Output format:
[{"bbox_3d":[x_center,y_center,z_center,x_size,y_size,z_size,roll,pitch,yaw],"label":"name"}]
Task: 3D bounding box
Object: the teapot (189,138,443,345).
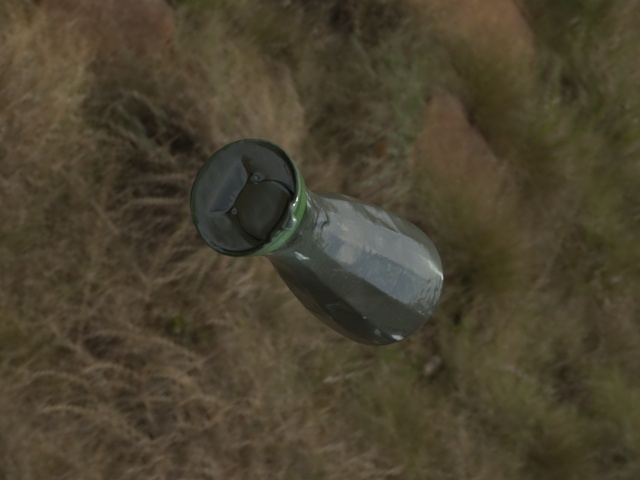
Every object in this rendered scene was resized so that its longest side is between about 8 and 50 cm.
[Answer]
[{"bbox_3d":[0.000,0.000,0.380,0.110,0.043,0.043,35,37,-65],"label":"teapot"}]
